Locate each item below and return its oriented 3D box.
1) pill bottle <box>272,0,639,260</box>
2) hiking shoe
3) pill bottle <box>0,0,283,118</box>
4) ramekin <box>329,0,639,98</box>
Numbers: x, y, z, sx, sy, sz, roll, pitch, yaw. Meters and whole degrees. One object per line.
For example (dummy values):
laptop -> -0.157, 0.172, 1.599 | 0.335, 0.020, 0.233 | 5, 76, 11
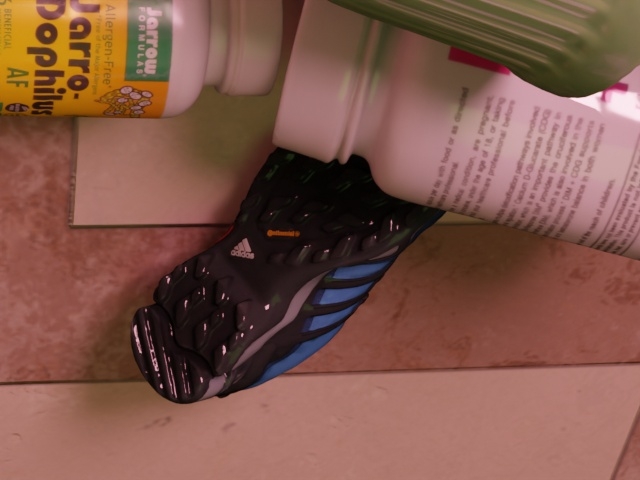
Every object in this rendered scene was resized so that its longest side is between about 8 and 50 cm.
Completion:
pill bottle -> 0.122, -0.088, 1.066 | 0.283, 0.160, 0.160 | 14, 132, -1
hiking shoe -> 0.000, 0.000, 1.229 | 0.304, 0.113, 0.132 | -38, 161, 15
pill bottle -> -0.133, -0.131, 1.034 | 0.208, 0.118, 0.118 | 0, 134, -14
ramekin -> 0.098, -0.235, 0.865 | 0.148, 0.303, 0.303 | 12, 131, -15
